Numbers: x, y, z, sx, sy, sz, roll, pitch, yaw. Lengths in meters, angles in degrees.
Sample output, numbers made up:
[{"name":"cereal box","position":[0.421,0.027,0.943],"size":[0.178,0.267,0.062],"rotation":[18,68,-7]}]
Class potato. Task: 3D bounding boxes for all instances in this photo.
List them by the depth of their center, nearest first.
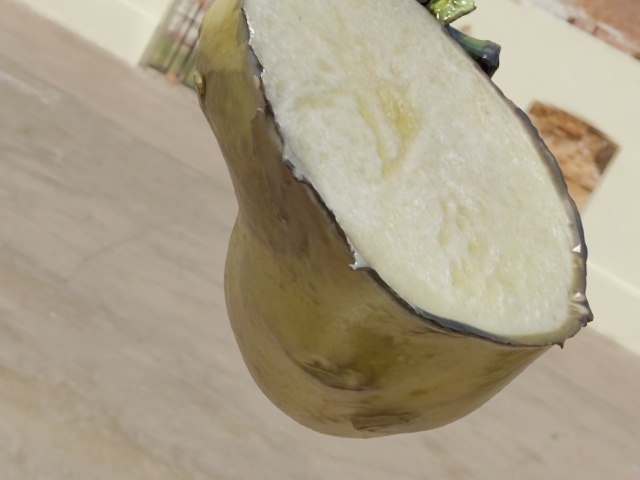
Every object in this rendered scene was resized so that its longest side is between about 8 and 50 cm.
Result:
[{"name":"potato","position":[0.000,0.000,1.021],"size":[0.397,0.296,0.290],"rotation":[37,43,-21]}]

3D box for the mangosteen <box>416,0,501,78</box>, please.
[{"name":"mangosteen","position":[0.064,-0.260,1.288],"size":[0.289,0.231,0.231],"rotation":[30,8,2]}]
